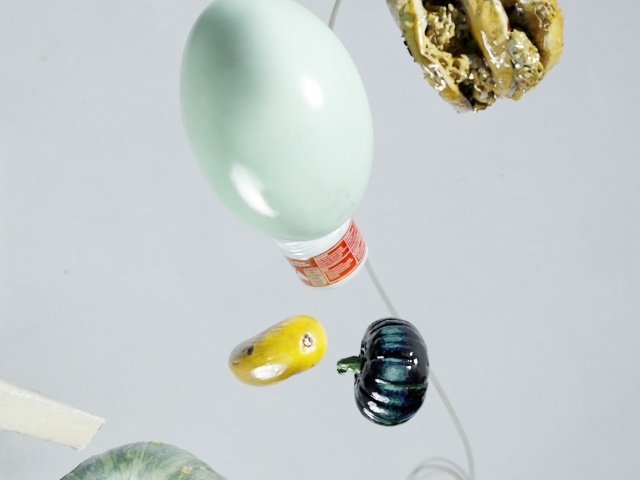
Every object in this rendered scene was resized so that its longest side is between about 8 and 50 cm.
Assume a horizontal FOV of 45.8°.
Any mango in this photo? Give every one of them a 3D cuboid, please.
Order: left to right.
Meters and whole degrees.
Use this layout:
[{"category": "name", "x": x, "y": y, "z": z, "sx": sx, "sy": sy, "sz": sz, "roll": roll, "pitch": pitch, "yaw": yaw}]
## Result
[{"category": "mango", "x": -0.097, "y": 0.250, "z": 1.651, "sx": 0.177, "sy": 0.295, "sz": 0.120, "roll": -29, "pitch": 89, "yaw": -43}]

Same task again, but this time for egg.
[{"category": "egg", "x": -0.066, "y": -0.186, "z": 1.135, "sx": 0.276, "sy": 0.276, "sz": 0.389, "roll": -22, "pitch": 87, "yaw": -4}]

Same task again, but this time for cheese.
[{"category": "cheese", "x": -0.508, "y": 0.311, "z": 1.347, "sx": 0.034, "sy": 0.400, "sz": 0.085, "roll": 38, "pitch": 80, "yaw": 26}]

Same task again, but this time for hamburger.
[{"category": "hamburger", "x": 0.234, "y": -0.307, "z": 1.121, "sx": 0.211, "sy": 0.260, "sz": 0.245, "roll": -28, "pitch": 120, "yaw": 10}]

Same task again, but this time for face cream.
[{"category": "face cream", "x": 0.000, "y": 0.000, "z": 1.943, "sx": 0.201, "sy": 0.201, "sz": 0.187, "roll": -34, "pitch": 126, "yaw": -4}]

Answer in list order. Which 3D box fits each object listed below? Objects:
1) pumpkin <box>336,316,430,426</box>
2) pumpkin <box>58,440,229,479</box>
[{"category": "pumpkin", "x": 0.123, "y": 0.229, "z": 1.333, "sx": 0.150, "sy": 0.194, "sz": 0.194, "roll": 15, "pitch": 89, "yaw": -32}, {"category": "pumpkin", "x": -0.193, "y": 0.408, "z": 0.880, "sx": 0.291, "sy": 0.257, "sz": 0.327, "roll": -36, "pitch": 50, "yaw": -21}]
